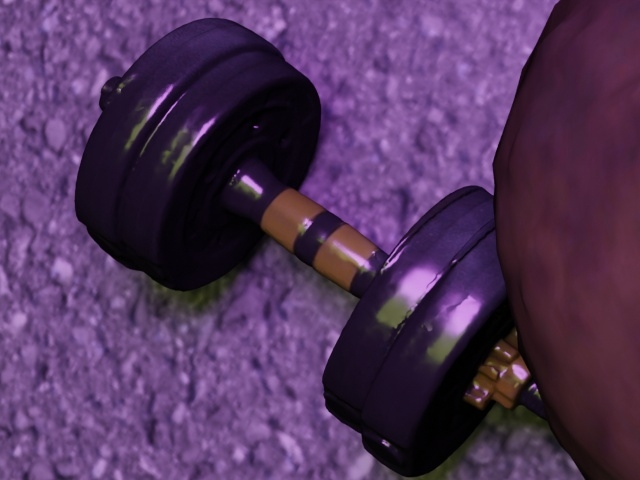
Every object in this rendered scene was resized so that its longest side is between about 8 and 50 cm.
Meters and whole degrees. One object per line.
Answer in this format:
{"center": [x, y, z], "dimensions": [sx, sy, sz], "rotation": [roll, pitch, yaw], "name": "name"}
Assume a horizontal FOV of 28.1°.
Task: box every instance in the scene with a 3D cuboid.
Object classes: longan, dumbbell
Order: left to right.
{"center": [0.000, 0.000, 0.829], "dimensions": [0.388, 0.185, 0.185], "rotation": [35, 100, 22], "name": "dumbbell"}
{"center": [0.274, -0.003, 0.606], "dimensions": [0.391, 0.391, 0.391], "rotation": [-1, 86, 22], "name": "longan"}
